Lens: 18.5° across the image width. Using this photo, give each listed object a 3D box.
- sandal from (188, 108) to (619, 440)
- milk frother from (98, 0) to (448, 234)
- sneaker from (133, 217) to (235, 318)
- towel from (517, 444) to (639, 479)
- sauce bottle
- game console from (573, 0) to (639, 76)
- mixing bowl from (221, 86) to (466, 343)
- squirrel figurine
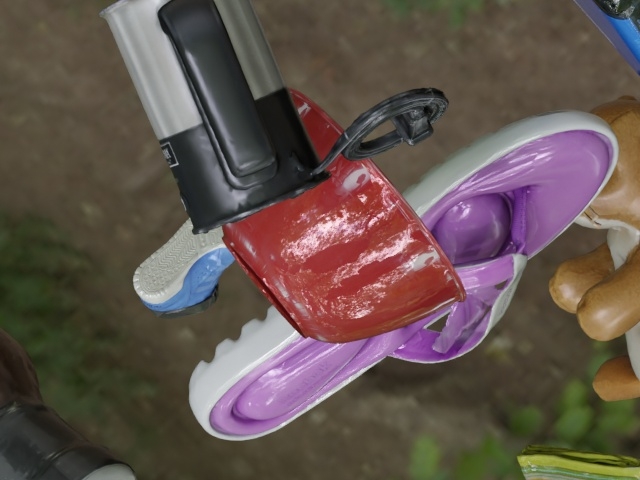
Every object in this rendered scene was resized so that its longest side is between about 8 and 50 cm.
[{"bbox_3d":[0.079,0.053,1.540,0.416,0.169,0.102,-39,59,24],"label":"sandal"},{"bbox_3d":[-0.024,-0.092,1.069,0.134,0.143,0.129,67,158,-5],"label":"milk frother"},{"bbox_3d":[-0.108,0.017,1.888,0.058,0.152,0.084,45,169,22],"label":"sneaker"},{"bbox_3d":[0.210,0.259,1.425,0.102,0.021,0.237,2,115,41],"label":"towel"},{"bbox_3d":[-0.249,0.077,1.183,0.344,0.111,0.111,35,150,33],"label":"sauce bottle"},{"bbox_3d":[0.199,-0.250,1.256,0.250,0.173,0.293,43,-169,-43],"label":"game console"},{"bbox_3d":[0.000,0.000,1.280,0.181,0.098,0.181,49,174,8],"label":"mixing bowl"},{"bbox_3d":[0.459,-0.013,2.342,0.281,0.397,0.370,-96,-15,-83],"label":"squirrel figurine"}]
